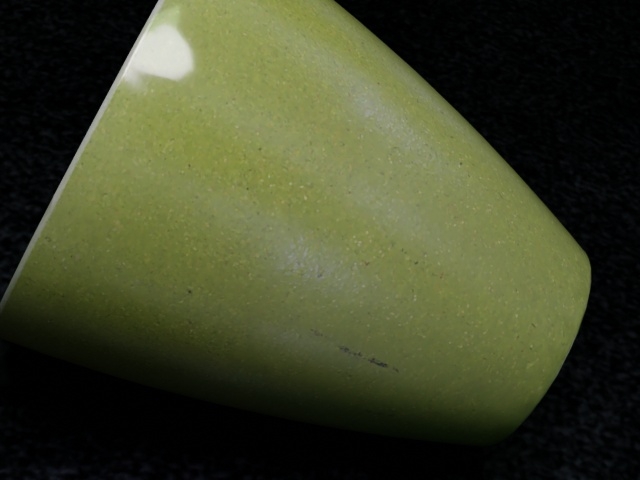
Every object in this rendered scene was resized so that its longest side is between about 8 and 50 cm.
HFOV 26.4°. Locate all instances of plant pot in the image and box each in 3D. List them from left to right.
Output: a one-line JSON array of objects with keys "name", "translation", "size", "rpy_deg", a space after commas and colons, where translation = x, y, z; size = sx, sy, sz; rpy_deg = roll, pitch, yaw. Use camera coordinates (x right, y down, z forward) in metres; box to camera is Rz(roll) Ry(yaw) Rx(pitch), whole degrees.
[{"name": "plant pot", "translation": [0.000, 0.000, 0.813], "size": [0.293, 0.275, 0.275], "rpy_deg": [29, 44, -9]}]
